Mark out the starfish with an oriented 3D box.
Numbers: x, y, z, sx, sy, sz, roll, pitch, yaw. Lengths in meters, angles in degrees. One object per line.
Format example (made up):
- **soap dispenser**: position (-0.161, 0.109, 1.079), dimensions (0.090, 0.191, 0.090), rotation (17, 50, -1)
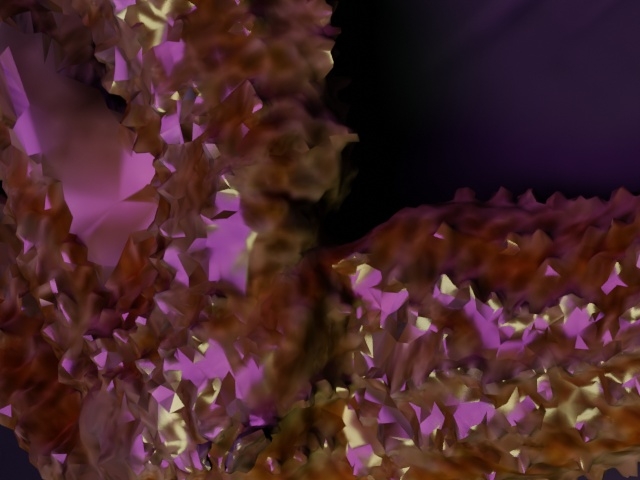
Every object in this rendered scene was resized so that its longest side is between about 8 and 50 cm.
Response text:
- **starfish**: position (-0.023, -0.011, 0.362), dimensions (0.293, 0.084, 0.301), rotation (45, 124, 18)
